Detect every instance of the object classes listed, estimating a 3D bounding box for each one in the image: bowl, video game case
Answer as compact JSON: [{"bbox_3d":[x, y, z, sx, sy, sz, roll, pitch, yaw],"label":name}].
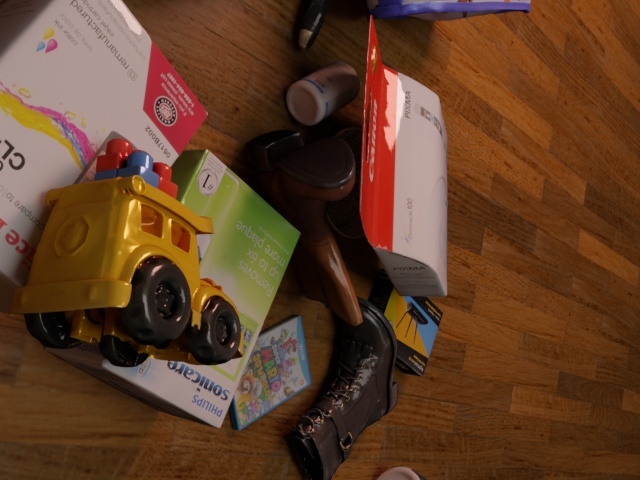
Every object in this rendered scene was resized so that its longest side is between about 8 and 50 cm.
[{"bbox_3d":[0.024,-0.090,1.265,0.170,0.080,0.170,-6,98,-51],"label":"bowl"},{"bbox_3d":[-0.079,0.195,1.216,0.166,0.015,0.119,-24,111,-47],"label":"video game case"}]

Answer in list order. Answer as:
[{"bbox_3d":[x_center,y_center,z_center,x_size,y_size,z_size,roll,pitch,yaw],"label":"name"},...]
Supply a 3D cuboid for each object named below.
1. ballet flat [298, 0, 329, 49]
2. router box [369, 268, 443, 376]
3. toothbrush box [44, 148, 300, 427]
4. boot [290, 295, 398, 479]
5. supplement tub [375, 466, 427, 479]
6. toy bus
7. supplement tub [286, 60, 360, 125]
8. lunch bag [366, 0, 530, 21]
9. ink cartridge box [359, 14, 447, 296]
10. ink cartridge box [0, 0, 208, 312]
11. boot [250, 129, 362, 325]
[{"bbox_3d":[-0.010,-0.373,1.242,0.057,0.049,0.173,124,-20,-78],"label":"ballet flat"},{"bbox_3d":[0.147,0.150,1.459,0.179,0.046,0.133,41,62,-44],"label":"router box"},{"bbox_3d":[-0.172,0.058,1.012,0.206,0.122,0.283,43,62,-43],"label":"toothbrush box"},{"bbox_3d":[0.033,0.247,1.295,0.229,0.091,0.263,-37,122,-43],"label":"boot"},{"bbox_3d":[0.177,0.496,1.468,0.190,0.117,0.117,48,58,-41],"label":"supplement tub"},{"bbox_3d":[-0.174,0.014,0.811,0.220,0.149,0.212,36,52,-55],"label":"toy bus"},{"bbox_3d":[0.004,-0.225,1.240,0.107,0.071,0.071,-37,120,-43],"label":"supplement tub"},{"bbox_3d":[0.179,-0.521,1.303,0.385,0.238,0.328,-25,114,-54],"label":"lunch bag"},{"bbox_3d":[0.138,-0.112,1.245,0.385,0.091,0.308,58,34,-66],"label":"ink cartridge box"},{"bbox_3d":[-0.290,-0.103,0.850,0.226,0.131,0.306,53,53,-39],"label":"ink cartridge box"},{"bbox_3d":[0.000,0.000,1.124,0.096,0.264,0.281,-27,113,-25],"label":"boot"}]
